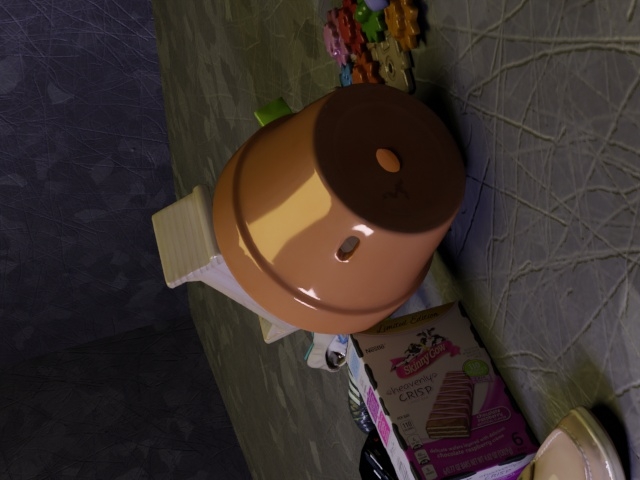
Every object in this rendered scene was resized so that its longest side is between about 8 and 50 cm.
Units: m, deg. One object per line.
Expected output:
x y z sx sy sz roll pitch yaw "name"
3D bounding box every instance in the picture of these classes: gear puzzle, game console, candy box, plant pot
0.063 -0.251 1.360 0.339 0.044 0.175 170 85 -75 "gear puzzle"
0.170 0.459 1.567 0.361 0.044 0.213 46 155 40 "game console"
0.145 0.200 1.284 0.071 0.159 0.233 95 155 -50 "candy box"
0.040 -0.056 1.251 0.203 0.291 0.290 -44 60 54 "plant pot"

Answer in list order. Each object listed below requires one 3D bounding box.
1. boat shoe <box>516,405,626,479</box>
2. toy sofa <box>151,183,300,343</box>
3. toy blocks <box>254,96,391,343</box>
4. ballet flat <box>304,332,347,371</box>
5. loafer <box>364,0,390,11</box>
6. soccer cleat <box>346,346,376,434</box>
0.248 0.294 1.112 0.302 0.098 0.109 91 159 -47 "boat shoe"
-0.119 0.039 1.829 0.362 0.177 0.150 38 -150 -54 "toy sofa"
0.000 0.000 1.605 0.381 0.191 0.261 57 171 12 "toy blocks"
0.026 0.180 1.896 0.248 0.086 0.086 101 150 -63 "ballet flat"
0.059 -0.410 1.184 0.109 0.095 0.302 26 -132 -69 "loafer"
0.080 0.258 1.789 0.072 0.060 0.178 -162 61 -71 "soccer cleat"
